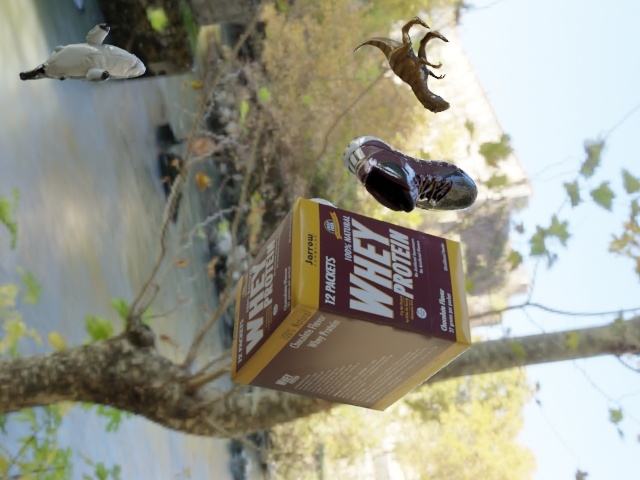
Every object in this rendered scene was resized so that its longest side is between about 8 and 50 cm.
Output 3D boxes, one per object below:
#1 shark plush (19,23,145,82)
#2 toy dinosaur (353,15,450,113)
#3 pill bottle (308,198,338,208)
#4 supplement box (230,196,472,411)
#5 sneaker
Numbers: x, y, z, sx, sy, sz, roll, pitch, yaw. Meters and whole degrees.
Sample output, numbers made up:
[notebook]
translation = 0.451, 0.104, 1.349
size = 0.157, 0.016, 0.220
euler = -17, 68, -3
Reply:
[shark plush]
translation = -0.310, -0.213, 1.055
size = 0.067, 0.161, 0.073
euler = 27, 46, -73
[toy dinosaur]
translation = 0.118, -0.269, 1.191
size = 0.064, 0.112, 0.211
euler = 12, 34, -49
[pill bottle]
translation = 0.000, 0.000, 1.379
size = 0.187, 0.112, 0.112
euler = -106, -173, -67
[supplement box]
translation = 0.027, 0.078, 0.897
size = 0.191, 0.194, 0.129
euler = 129, -31, -48
[sneaker]
translation = 0.176, -0.085, 1.493
size = 0.162, 0.281, 0.106
euler = -106, -143, -57
